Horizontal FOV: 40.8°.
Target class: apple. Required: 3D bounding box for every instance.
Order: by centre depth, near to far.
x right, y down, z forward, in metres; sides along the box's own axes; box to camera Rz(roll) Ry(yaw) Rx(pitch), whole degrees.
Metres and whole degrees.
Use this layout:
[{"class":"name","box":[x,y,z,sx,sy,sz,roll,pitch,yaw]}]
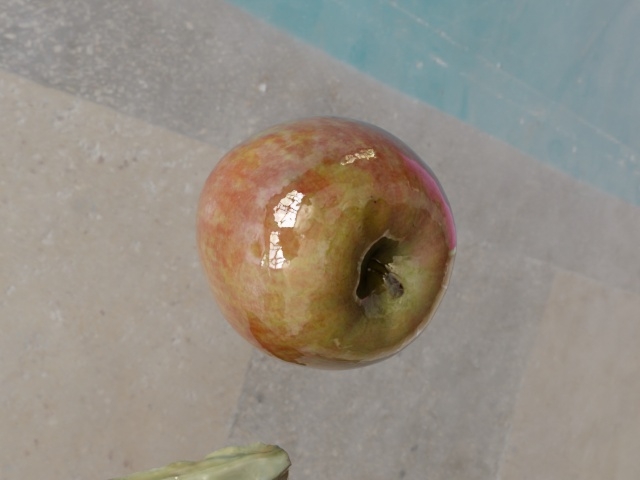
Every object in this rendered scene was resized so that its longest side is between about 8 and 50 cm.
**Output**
[{"class":"apple","box":[0.000,0.000,0.641,0.188,0.174,0.188,-10,108,-33]}]

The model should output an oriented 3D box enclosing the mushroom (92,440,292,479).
[{"class":"mushroom","box":[-0.142,0.312,0.729,0.292,0.212,0.217,-9,102,-35]}]
